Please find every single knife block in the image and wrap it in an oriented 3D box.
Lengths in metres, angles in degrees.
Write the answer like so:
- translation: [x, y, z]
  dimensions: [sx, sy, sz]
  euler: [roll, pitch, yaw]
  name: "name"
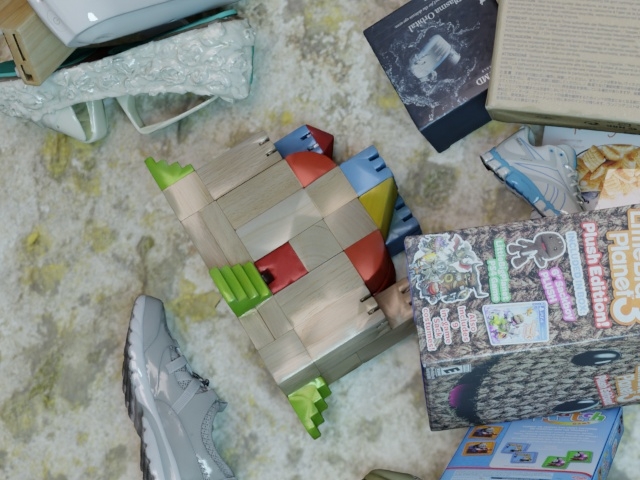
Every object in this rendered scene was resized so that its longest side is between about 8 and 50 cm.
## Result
- translation: [-0.306, -0.335, 1.971]
  dimensions: [0.242, 0.088, 0.276]
  euler: [-21, 39, -5]
  name: "knife block"

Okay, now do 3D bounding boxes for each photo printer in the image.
- translation: [-0.257, -0.382, 1.891]
  dimensions: [0.107, 0.307, 0.256]
  euler: [-30, 86, 49]
  name: "photo printer"

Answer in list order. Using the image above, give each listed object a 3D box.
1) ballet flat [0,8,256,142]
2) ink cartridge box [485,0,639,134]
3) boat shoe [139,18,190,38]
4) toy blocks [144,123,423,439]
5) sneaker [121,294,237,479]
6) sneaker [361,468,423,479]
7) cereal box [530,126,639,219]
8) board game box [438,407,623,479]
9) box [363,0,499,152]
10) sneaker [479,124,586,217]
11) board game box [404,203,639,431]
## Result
- translation: [-0.270, -0.195, 1.969]
  dimensions: [0.408, 0.147, 0.147]
  euler: [-9, 72, 20]
  name: "ballet flat"
- translation: [0.311, -0.220, 1.678]
  dimensions: [0.234, 0.088, 0.193]
  euler: [8, 85, 13]
  name: "ink cartridge box"
- translation: [-0.231, -0.298, 2.024]
  dimensions: [0.142, 0.049, 0.040]
  euler: [16, 37, 14]
  name: "boat shoe"
- translation: [0.000, 0.000, 1.794]
  dimensions: [0.261, 0.191, 0.381]
  euler: [-32, 66, -2]
  name: "toy blocks"
- translation: [-0.174, 0.195, 1.850]
  dimensions: [0.115, 0.105, 0.281]
  euler: [-7, 64, -16]
  name: "sneaker"
- translation: [0.234, 0.307, 1.635]
  dimensions: [0.410, 0.158, 0.182]
  euler: [13, 44, 35]
  name: "sneaker"
- translation: [0.339, -0.099, 1.738]
  dimensions: [0.173, 0.047, 0.240]
  euler: [4, 77, 24]
  name: "cereal box"
- translation: [0.225, 0.231, 1.609]
  dimensions: [0.160, 0.211, 0.039]
  euler: [-1, 109, 21]
  name: "board game box"
- translation: [0.161, -0.217, 1.819]
  dimensions: [0.156, 0.093, 0.158]
  euler: [-32, 67, 10]
  name: "box"
- translation: [0.265, -0.062, 1.697]
  dimensions: [0.083, 0.071, 0.191]
  euler: [-44, 61, 2]
  name: "sneaker"
- translation: [0.243, 0.083, 1.580]
  dimensions: [0.291, 0.232, 0.141]
  euler: [-8, 66, 4]
  name: "board game box"
